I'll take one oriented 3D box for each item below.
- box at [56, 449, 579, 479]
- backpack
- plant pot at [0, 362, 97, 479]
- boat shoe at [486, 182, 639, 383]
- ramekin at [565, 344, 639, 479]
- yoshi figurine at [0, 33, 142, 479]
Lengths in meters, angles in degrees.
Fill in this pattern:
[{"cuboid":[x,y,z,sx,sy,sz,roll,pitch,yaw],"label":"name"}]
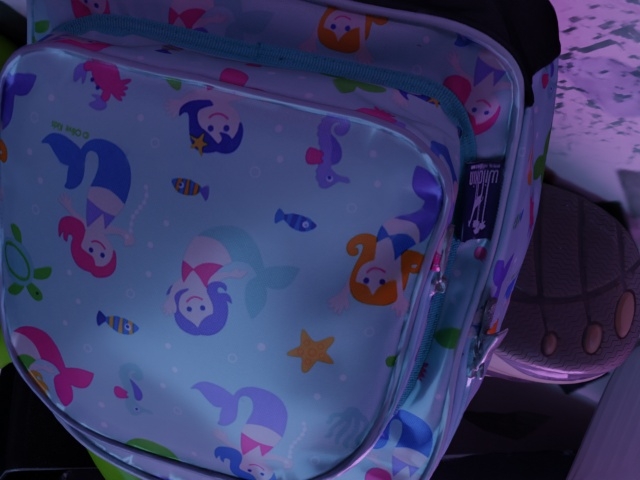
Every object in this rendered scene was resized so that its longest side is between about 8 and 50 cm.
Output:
[{"cuboid":[-0.002,0.350,1.150,0.472,0.297,0.480,2,163,-16],"label":"box"},{"cuboid":[-0.025,0.001,0.599,0.225,0.191,0.253,16,122,12],"label":"backpack"},{"cuboid":[-0.161,0.106,1.089,0.188,0.166,0.188,2,163,-19],"label":"plant pot"},{"cuboid":[0.000,0.000,0.784,0.355,0.132,0.130,25,158,-1],"label":"boat shoe"},{"cuboid":[0.291,0.170,0.880,0.277,0.135,0.277,20,158,9],"label":"ramekin"},{"cuboid":[-0.136,0.032,0.893,0.203,0.203,0.362,-35,90,36],"label":"yoshi figurine"}]
